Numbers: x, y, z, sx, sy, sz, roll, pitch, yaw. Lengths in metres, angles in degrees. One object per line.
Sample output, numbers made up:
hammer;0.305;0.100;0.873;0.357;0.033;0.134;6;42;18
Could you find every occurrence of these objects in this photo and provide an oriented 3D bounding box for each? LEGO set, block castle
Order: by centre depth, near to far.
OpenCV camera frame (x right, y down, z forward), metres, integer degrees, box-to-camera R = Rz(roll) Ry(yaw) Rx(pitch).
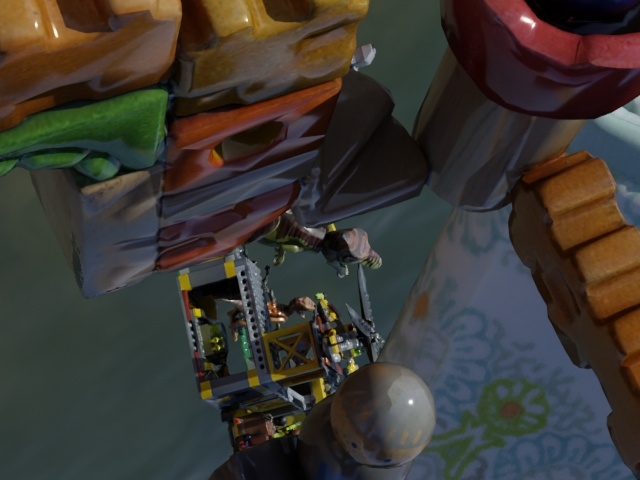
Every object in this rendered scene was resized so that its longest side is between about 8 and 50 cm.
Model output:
block castle;-0.053;0.078;0.415;0.453;0.303;0.213;-20;163;-14
LEGO set;0.000;0.000;1.225;0.192;0.331;0.255;-15;155;9

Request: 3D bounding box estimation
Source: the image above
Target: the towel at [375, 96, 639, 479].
towel;0.224;0.103;0.908;0.320;0.375;0.090;-65;176;29
